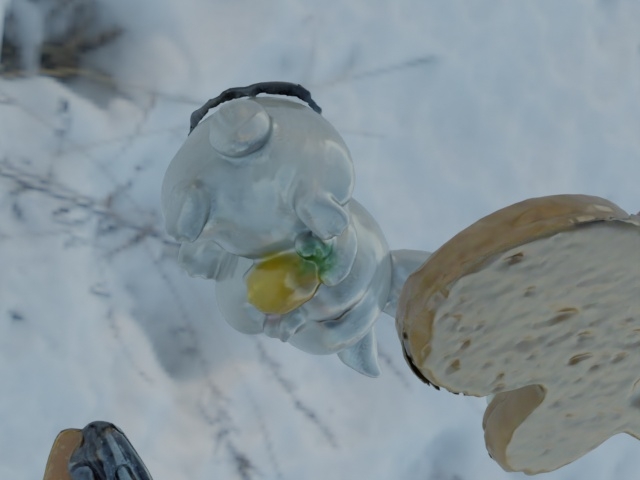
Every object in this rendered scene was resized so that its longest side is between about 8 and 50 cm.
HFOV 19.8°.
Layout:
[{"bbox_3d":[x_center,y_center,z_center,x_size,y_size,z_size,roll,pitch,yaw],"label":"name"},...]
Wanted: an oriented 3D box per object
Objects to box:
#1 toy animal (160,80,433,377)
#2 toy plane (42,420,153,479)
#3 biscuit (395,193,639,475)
[{"bbox_3d":[-0.007,0.001,1.502,0.325,0.208,0.154,28,46,-40],"label":"toy animal"},{"bbox_3d":[-0.102,0.285,1.346,0.316,0.103,0.204,35,89,-23],"label":"toy plane"},{"bbox_3d":[0.169,0.036,0.890,0.340,0.047,0.216,10,131,-38],"label":"biscuit"}]
